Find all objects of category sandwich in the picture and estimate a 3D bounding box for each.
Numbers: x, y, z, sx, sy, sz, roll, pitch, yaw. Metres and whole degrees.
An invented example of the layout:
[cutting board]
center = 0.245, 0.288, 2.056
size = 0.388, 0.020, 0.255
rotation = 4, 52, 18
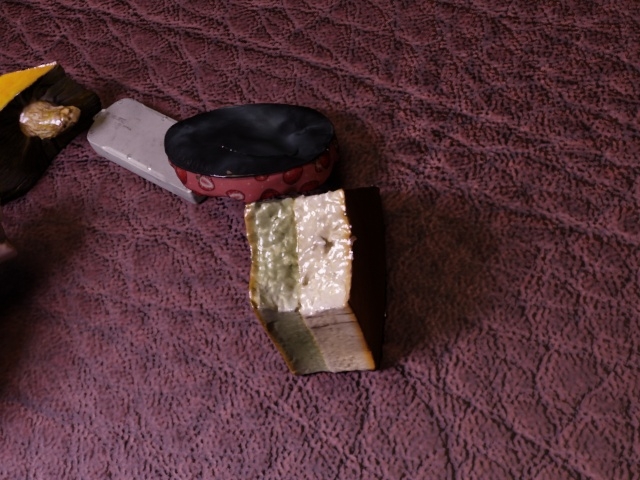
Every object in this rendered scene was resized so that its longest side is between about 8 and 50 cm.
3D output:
[sandwich]
center = 0.000, 0.000, 1.178
size = 0.108, 0.186, 0.220
rotation = -5, 56, 13

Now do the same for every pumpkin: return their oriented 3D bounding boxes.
[pumpkin]
center = -0.392, -0.118, 1.422
size = 0.248, 0.131, 0.126
rotation = -16, 55, 5

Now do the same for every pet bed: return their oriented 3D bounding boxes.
[pet bed]
center = -0.075, -0.101, 1.300
size = 0.201, 0.053, 0.201
rotation = -4, 29, 2

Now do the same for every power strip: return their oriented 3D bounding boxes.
[power strip]
center = -0.189, -0.107, 1.409
size = 0.227, 0.029, 0.080
rotation = 27, 67, 32

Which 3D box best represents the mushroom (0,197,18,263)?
[mushroom]
center = -0.464, 0.059, 1.262
size = 0.290, 0.292, 0.292
rotation = -24, 51, -23
